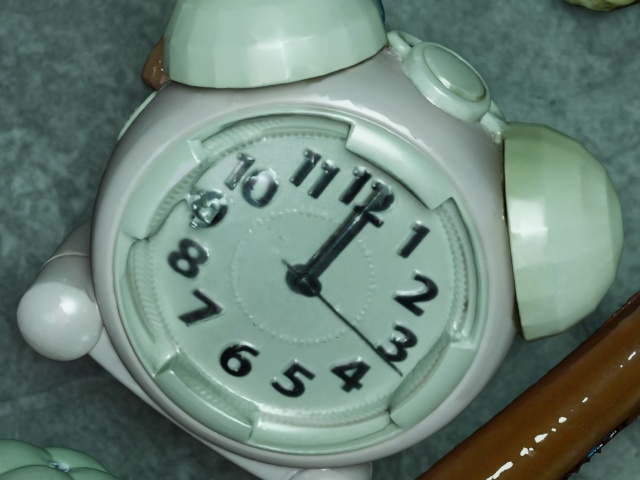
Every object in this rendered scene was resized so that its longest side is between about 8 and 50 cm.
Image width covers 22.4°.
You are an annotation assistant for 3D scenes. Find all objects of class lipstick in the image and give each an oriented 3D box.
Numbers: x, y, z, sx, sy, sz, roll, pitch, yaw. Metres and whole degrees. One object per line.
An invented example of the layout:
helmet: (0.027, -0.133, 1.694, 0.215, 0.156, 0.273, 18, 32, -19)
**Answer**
lipstick: (0.213, 0.083, 1.110, 0.418, 0.077, 0.077, -39, 92, -9)

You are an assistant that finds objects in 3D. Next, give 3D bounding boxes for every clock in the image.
clock: (0.000, 0.000, 1.099, 0.342, 0.184, 0.326, 33, 118, -11)

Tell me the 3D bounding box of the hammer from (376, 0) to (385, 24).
hammer: (-0.044, -0.186, 1.131, 0.116, 0.069, 0.194, -37, 124, 11)

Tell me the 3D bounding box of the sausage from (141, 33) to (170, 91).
sausage: (-0.075, -0.190, 1.182, 0.043, 0.043, 0.186, 29, 102, 2)

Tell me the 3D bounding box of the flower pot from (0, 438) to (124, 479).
flower pot: (-0.223, 0.267, 1.190, 0.246, 0.195, 0.246, 1, 99, 6)

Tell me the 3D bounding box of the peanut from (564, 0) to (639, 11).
peanut: (0.249, -0.215, 1.116, 0.194, 0.093, 0.083, -16, 82, 11)
